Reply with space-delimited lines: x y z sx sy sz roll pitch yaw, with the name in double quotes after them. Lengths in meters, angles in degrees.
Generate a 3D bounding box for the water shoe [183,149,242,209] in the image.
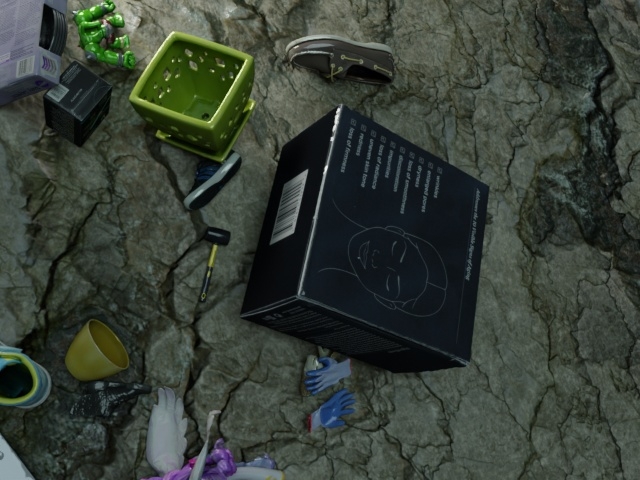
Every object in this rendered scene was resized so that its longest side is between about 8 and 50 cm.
-0.287 -0.158 1.728 0.080 0.073 0.203 35 61 13 "water shoe"

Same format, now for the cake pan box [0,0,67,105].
-0.686 -0.444 1.549 0.070 0.267 0.246 19 65 -57 "cake pan box"

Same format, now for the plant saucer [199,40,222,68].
-0.299 -0.499 1.827 0.083 0.015 0.083 5 75 -19 "plant saucer"

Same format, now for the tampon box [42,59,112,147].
-0.569 -0.317 1.602 0.101 0.161 0.120 35 67 -9 "tampon box"

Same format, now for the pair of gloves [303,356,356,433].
0.025 0.373 1.675 0.159 0.023 0.198 -13 107 -42 "pair of gloves"

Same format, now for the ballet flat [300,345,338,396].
0.000 0.290 1.706 0.206 0.073 0.067 -56 133 -29 "ballet flat"

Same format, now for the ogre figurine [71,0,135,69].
-0.542 -0.513 1.699 0.118 0.097 0.197 -12 92 -34 "ogre figurine"

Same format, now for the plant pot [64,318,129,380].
-0.505 0.256 1.512 0.095 0.134 0.134 -37 91 1 "plant pot"

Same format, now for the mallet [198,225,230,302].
-0.279 0.055 1.687 0.062 0.039 0.189 23 74 -15 "mallet"

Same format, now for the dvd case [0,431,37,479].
-0.709 0.503 1.418 0.179 0.029 0.238 -37 92 -24 "dvd case"

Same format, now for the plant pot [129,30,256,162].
-0.292 -0.334 1.663 0.227 0.207 0.228 21 69 12 "plant pot"

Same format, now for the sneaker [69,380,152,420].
-0.469 0.361 1.533 0.170 0.051 0.089 7 74 -14 "sneaker"

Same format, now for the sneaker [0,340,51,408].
-0.700 0.235 1.391 0.319 0.208 0.127 28 70 -11 "sneaker"

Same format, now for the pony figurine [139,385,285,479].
-0.266 0.526 1.471 0.363 0.303 0.351 23 78 -29 "pony figurine"

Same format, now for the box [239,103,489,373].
0.121 0.018 1.639 0.472 0.297 0.480 24 65 -25 "box"

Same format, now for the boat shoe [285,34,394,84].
0.062 -0.495 1.907 0.324 0.116 0.096 -1 74 -26 "boat shoe"
